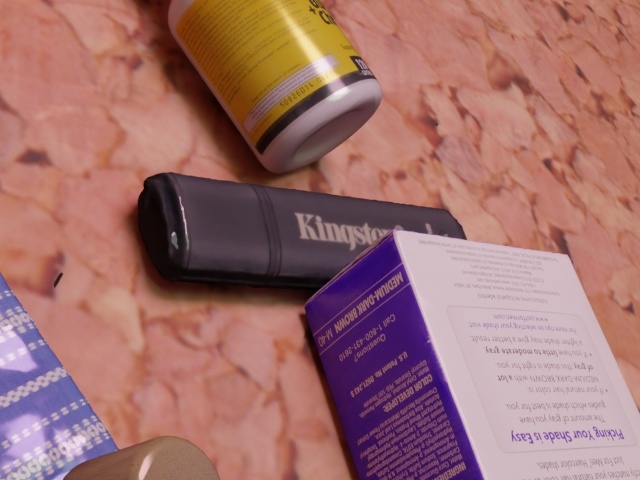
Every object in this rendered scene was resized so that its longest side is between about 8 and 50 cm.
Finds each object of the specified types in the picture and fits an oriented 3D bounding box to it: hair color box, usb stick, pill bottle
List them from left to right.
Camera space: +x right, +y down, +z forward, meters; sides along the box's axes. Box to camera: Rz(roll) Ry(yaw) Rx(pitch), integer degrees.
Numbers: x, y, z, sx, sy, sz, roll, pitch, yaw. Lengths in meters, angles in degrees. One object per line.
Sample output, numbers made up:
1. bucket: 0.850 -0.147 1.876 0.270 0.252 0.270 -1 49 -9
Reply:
1. pill bottle: -0.045 -0.147 0.799 0.103 0.103 0.184 -25 77 -50
2. usb stick: 0.000 0.000 0.764 0.278 0.045 0.077 6 54 -40
3. hair color box: 0.131 0.168 0.697 0.185 0.110 0.339 8 52 -41

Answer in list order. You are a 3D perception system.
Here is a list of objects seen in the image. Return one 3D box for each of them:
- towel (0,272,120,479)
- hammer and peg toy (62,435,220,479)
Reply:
1. towel: -0.186 0.122 0.496 0.336 0.040 0.243 54 38 8
2. hammer and peg toy: -0.019 0.260 0.421 0.266 0.127 0.361 32 45 -33
